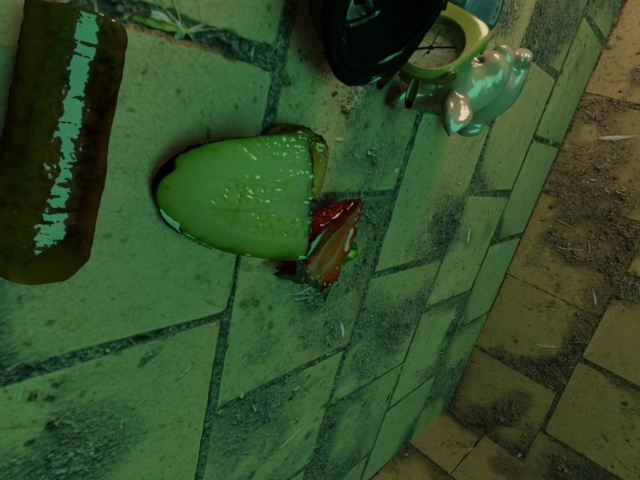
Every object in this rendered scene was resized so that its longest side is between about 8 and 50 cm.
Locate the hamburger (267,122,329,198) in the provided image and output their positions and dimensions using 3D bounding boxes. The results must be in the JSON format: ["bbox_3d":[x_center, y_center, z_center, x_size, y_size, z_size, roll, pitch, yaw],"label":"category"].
[{"bbox_3d":[-0.049,-0.138,0.774,0.138,0.083,0.147,0,112,-47],"label":"hamburger"}]

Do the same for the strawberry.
[{"bbox_3d":[-0.004,-0.010,0.904,0.174,0.098,0.228,28,87,-56],"label":"strawberry"}]

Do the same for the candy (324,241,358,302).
[{"bbox_3d":[0.043,0.081,1.073,0.062,0.058,0.194,13,118,-12],"label":"candy"}]

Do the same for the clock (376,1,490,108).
[{"bbox_3d":[0.221,-0.385,0.875,0.232,0.170,0.069,-47,164,-8],"label":"clock"}]

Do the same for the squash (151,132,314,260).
[{"bbox_3d":[-0.131,-0.053,0.673,0.155,0.203,0.237,-51,151,-53],"label":"squash"}]

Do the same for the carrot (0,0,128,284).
[{"bbox_3d":[-0.298,-0.100,0.473,0.114,0.114,0.302,4,106,-52],"label":"carrot"}]

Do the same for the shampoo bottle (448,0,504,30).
[{"bbox_3d":[0.354,-0.569,0.990,0.258,0.061,0.104,-13,124,-46],"label":"shampoo bottle"}]

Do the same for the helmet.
[{"bbox_3d":[0.078,-0.400,0.677,0.230,0.161,0.279,-29,165,-13],"label":"helmet"}]

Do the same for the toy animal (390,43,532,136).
[{"bbox_3d":[0.339,-0.352,1.011,0.367,0.196,0.241,-24,133,-43],"label":"toy animal"}]
